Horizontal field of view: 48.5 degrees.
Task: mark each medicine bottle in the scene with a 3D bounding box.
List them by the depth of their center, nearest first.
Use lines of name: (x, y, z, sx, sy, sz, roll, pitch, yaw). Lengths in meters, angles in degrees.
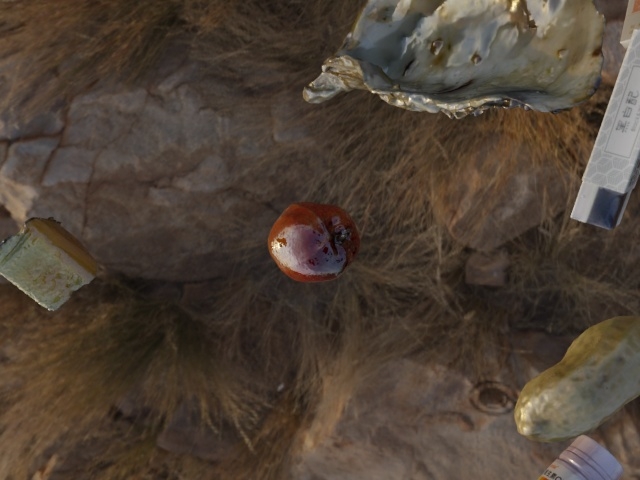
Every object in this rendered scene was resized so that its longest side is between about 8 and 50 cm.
medicine bottle: (0.571, 0.583, 1.642, 0.250, 0.133, 0.133, -42, 110, -10)

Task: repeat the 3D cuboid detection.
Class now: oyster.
oyster: (0.133, -0.217, 0.743, 0.111, 0.396, 0.204, 29, 86, -39)

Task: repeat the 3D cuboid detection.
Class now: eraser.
eraser: (0.635, -0.227, 1.471, 0.096, 0.098, 0.403, 24, 112, 28)

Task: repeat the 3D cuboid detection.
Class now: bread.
bread: (-0.529, 0.021, 1.312, 0.140, 0.160, 0.169, -45, 129, -10)

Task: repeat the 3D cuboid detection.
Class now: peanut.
peanut: (0.593, 0.307, 1.577, 0.387, 0.192, 0.169, -37, 101, -1)

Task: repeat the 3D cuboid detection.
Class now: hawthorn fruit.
hawthorn fruit: (0.000, 0.000, 1.299, 0.157, 0.157, 0.194, 51, 151, -18)

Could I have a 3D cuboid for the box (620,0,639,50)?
box: (0.756, -0.518, 1.572, 0.058, 0.201, 0.141, 33, 158, -33)
